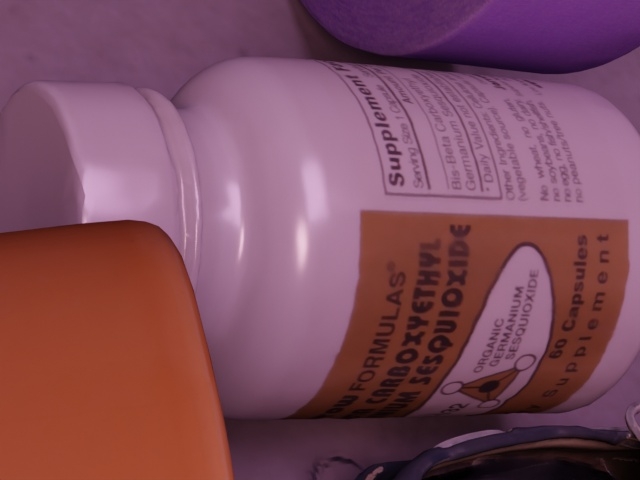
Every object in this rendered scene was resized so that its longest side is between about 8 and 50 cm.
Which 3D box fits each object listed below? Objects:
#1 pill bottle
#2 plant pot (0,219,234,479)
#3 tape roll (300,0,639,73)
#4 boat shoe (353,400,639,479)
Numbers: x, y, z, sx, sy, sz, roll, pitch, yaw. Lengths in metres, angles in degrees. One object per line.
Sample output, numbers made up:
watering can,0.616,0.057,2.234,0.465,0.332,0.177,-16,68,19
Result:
pill bottle,0.000,0.000,0.675,0.229,0.131,0.131,2,59,-30
plant pot,-0.133,0.143,0.425,0.203,0.291,0.291,-2,60,-12
tape roll,0.074,-0.209,0.763,0.090,0.275,0.275,2,59,-29
boat shoe,0.122,0.109,0.710,0.254,0.079,0.095,8,57,-26
